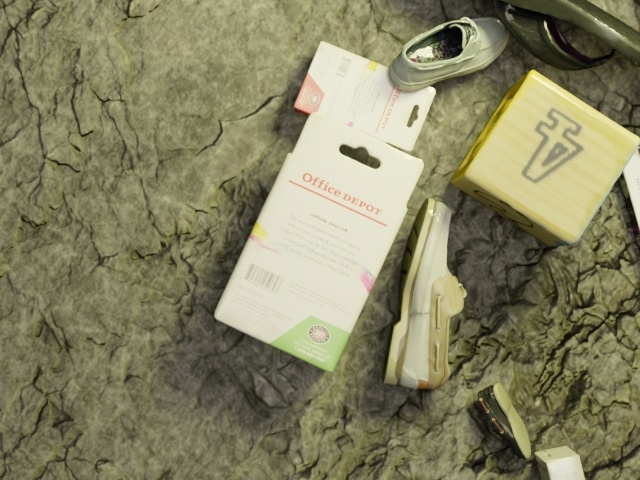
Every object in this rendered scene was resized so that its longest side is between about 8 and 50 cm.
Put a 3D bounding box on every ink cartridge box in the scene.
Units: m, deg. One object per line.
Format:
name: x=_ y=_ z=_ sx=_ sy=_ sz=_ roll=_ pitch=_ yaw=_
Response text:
ink cartridge box: x=0.070 y=-0.222 z=1.917 sx=0.198 sy=0.067 sz=0.115 roll=23 pitch=89 yaw=1
ink cartridge box: x=0.386 y=0.398 z=1.901 sx=0.056 sy=0.099 sz=0.135 roll=-14 pitch=90 yaw=-1
ink cartridge box: x=0.000 y=0.000 z=1.889 sx=0.207 sy=0.119 sz=0.353 roll=25 pitch=90 yaw=0

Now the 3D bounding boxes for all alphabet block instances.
alphabet block: x=0.339 y=-0.121 z=1.860 sx=0.197 sy=0.192 sz=0.193 roll=33 pitch=88 yaw=0

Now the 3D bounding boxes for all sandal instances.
sandal: x=0.327 y=-0.356 z=1.893 sx=0.446 sy=0.167 sz=0.107 roll=29 pitch=114 yaw=8

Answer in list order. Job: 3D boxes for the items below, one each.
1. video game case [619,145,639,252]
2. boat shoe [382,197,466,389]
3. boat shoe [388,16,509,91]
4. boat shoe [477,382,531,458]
video game case: x=0.606 y=-0.071 z=1.935 sx=0.232 sy=0.042 sz=0.210 roll=-16 pitch=92 yaw=-1
boat shoe: x=0.174 y=0.086 z=1.902 sx=0.103 sy=0.113 sz=0.302 roll=11 pitch=100 yaw=-2
boat shoe: x=0.211 y=-0.301 z=1.880 sx=0.227 sy=0.081 sz=0.079 roll=-27 pitch=75 yaw=-24
boat shoe: x=0.295 y=0.291 z=1.931 sx=0.042 sy=0.049 sz=0.133 roll=-25 pitch=98 yaw=27
